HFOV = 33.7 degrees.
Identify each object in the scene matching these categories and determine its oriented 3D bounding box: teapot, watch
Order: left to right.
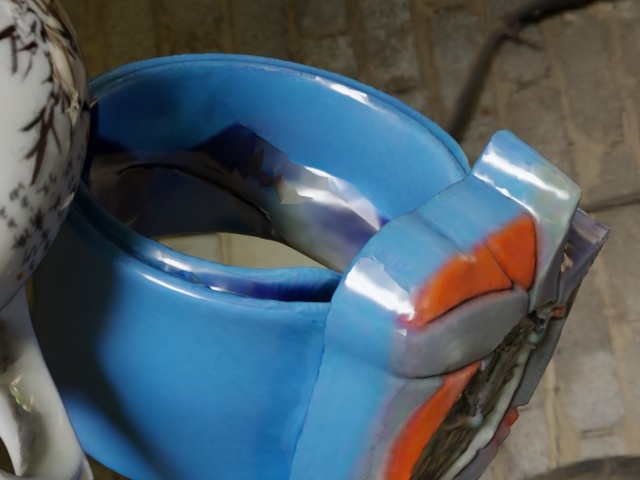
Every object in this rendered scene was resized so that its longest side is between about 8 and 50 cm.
[{"bbox_3d":[-0.181,-0.017,0.428,0.299,0.208,0.166,62,177,23],"label":"teapot"},{"bbox_3d":[0.000,0.000,0.581,0.305,0.274,0.241,-35,-32,-50],"label":"watch"}]
